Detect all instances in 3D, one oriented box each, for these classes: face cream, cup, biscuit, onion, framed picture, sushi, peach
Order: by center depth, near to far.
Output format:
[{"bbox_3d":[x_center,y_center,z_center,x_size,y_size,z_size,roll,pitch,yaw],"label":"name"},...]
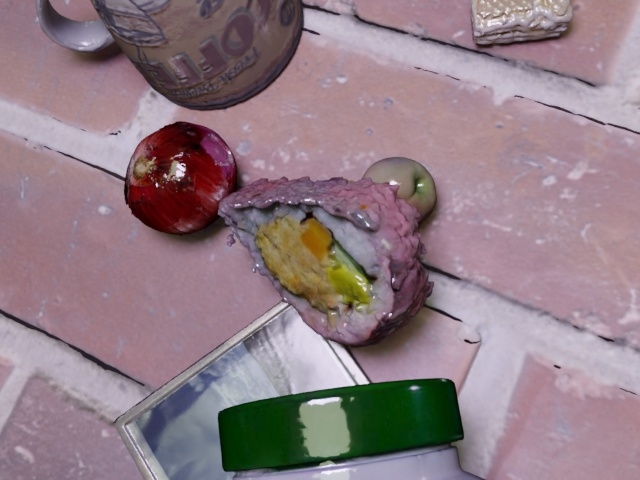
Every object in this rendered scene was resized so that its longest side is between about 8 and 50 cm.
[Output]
[{"bbox_3d":[0.037,0.303,0.597,0.313,0.219,0.356,-11,74,11],"label":"face cream"},{"bbox_3d":[0.006,0.019,0.739,0.241,0.108,0.161,3,112,43],"label":"sushi"},{"bbox_3d":[-0.069,0.194,0.767,0.260,0.023,0.189,-36,72,1],"label":"framed picture"},{"bbox_3d":[0.079,-0.048,0.770,0.083,0.083,0.083,-4,73,13],"label":"peach"},{"bbox_3d":[-0.155,-0.066,0.814,0.131,0.131,0.131,-4,73,13],"label":"onion"},{"bbox_3d":[-0.199,-0.300,0.822,0.301,0.257,0.227,-9,70,13],"label":"cup"},{"bbox_3d":[0.219,-0.337,0.832,0.108,0.062,0.238,-4,74,11],"label":"biscuit"}]
